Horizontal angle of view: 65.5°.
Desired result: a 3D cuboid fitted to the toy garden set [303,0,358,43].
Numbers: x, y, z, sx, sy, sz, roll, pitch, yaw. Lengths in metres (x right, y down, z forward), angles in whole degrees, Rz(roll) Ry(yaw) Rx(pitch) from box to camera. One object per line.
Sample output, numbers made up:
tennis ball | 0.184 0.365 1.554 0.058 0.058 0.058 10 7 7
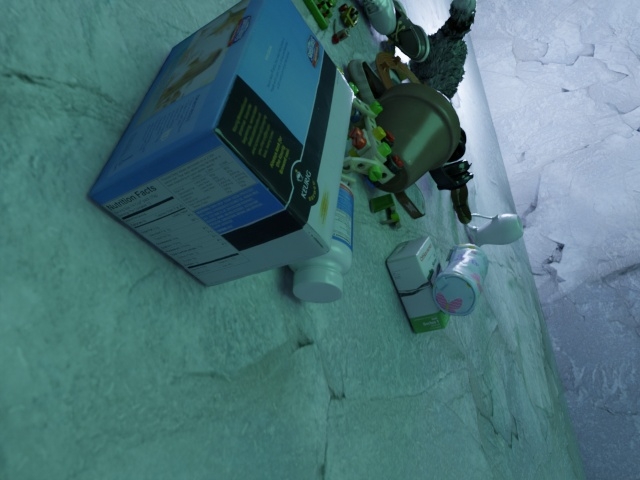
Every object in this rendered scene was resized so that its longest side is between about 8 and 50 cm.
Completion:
toy garden set | 0.043 -0.673 1.428 0.204 0.049 0.244 49 38 -34

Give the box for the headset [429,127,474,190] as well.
headset | 0.439 -0.277 1.768 0.394 0.185 0.244 16 64 -50

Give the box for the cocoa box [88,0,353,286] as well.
cocoa box | -0.115 -0.152 0.720 0.228 0.231 0.347 46 40 -37

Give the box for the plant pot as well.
plant pot | 0.219 -0.254 1.353 0.263 0.263 0.229 55 53 -28

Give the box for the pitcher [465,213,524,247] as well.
pitcher | 0.720 -0.056 2.070 0.178 0.207 0.125 56 34 -24

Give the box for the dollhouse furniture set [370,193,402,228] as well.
dollhouse furniture set | 0.183 -0.078 1.382 0.152 0.058 0.076 45 28 -69

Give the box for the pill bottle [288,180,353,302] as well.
pill bottle | 0.000 0.000 0.940 0.124 0.124 0.222 39 45 -44

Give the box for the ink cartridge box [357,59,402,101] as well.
ink cartridge box | 0.235 -0.411 1.595 0.296 0.066 0.261 57 33 -26

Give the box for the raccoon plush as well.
raccoon plush | 0.402 -0.589 1.724 0.446 0.216 0.299 72 27 -63

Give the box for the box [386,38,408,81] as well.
box | 0.279 -0.658 1.818 0.105 0.043 0.179 46 41 -37

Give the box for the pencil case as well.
pencil case | 0.382 0.098 1.343 0.124 0.113 0.273 58 30 -5

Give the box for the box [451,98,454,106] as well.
box | 0.498 -0.659 2.161 0.322 0.058 0.233 -13 86 -59

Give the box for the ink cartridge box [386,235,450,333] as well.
ink cartridge box | 0.280 0.118 1.369 0.160 0.092 0.220 -41 111 -58

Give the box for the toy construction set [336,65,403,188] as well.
toy construction set | 0.075 -0.235 1.143 0.215 0.151 0.328 35 47 -33

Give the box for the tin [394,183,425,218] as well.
tin | 0.279 -0.143 1.560 0.189 0.040 0.106 41 47 -42

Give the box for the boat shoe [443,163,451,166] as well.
boat shoe | 0.493 -0.375 1.985 0.081 0.079 0.228 58 36 -32

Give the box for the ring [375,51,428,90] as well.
ring | 0.292 -0.452 1.545 0.336 0.032 0.337 31 41 -31

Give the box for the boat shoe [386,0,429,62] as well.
boat shoe | 0.279 -0.743 1.750 0.091 0.109 0.305 -2 56 -36

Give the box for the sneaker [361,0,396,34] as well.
sneaker | 0.142 -0.800 1.629 0.169 0.108 0.293 -47 119 -41

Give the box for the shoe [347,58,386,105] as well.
shoe | 0.154 -0.429 1.450 0.076 0.058 0.219 -50 119 -25

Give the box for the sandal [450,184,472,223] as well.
sandal | 0.573 -0.150 2.019 0.049 0.072 0.180 24 55 -71
